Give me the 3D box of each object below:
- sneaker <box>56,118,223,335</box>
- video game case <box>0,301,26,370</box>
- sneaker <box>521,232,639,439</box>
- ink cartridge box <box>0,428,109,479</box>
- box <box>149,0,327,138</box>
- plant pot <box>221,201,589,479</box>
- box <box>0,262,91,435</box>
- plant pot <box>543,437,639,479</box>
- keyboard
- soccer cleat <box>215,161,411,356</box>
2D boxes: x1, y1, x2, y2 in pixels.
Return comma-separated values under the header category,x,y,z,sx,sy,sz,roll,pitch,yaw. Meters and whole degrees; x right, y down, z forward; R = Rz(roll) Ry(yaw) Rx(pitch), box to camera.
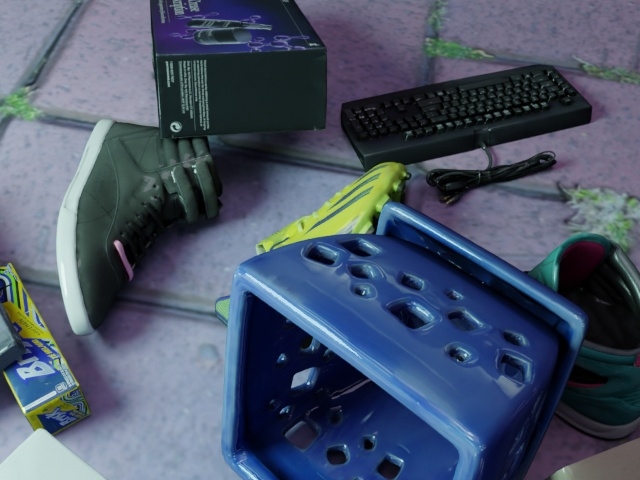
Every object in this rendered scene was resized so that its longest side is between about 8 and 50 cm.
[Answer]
category,x,y,z,sx,sy,sz,roll,pitch,yaw
sneaker,-0.181,-0.028,0.911,0.147,0.104,0.295,-1,45,2
video game case,-0.418,0.065,0.830,0.196,0.026,0.274,-37,58,-5
sneaker,0.192,0.050,0.819,0.296,0.178,0.124,33,55,23
ink cartridge box,-0.198,0.314,0.560,0.197,0.198,0.270,30,55,20
box,-0.106,-0.218,1.027,0.185,0.103,0.261,-3,30,-12
plant pot,0.073,0.121,0.715,0.236,0.235,0.212,32,44,28
box,-0.282,0.104,0.824,0.054,0.059,0.169,-28,57,-20
plant pot,0.250,0.231,0.725,0.109,0.109,0.096,-15,66,-16
keyboard,0.194,-0.140,1.079,0.317,0.033,0.201,-14,52,-14
soccer cleat,0.000,-0.001,0.910,0.121,0.093,0.289,22,51,23
